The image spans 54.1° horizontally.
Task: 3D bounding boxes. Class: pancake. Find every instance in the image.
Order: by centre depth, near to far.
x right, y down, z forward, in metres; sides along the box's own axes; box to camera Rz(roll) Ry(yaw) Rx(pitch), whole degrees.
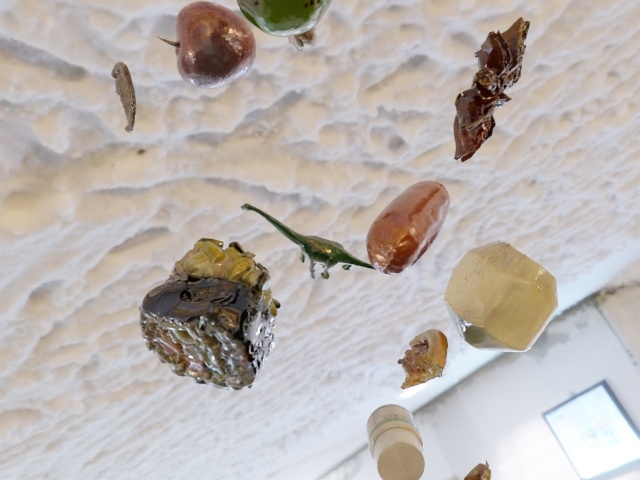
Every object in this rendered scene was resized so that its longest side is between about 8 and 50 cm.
[{"bbox_3d":[-0.552,-0.408,1.758,0.020,0.190,0.184,-12,140,-30],"label":"pancake"}]

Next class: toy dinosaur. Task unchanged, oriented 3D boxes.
[{"bbox_3d":[0.000,0.000,1.849,0.447,0.087,0.301,5,142,6],"label":"toy dinosaur"}]

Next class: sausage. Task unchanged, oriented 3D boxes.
[{"bbox_3d":[0.156,-0.025,1.112,0.113,0.113,0.259,-44,179,33],"label":"sausage"}]

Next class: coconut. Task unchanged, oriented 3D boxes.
[{"bbox_3d":[0.405,0.140,1.460,0.247,0.245,0.245,-55,153,4],"label":"coconut"}]

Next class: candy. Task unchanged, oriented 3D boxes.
[{"bbox_3d":[0.332,0.512,1.321,0.046,0.053,0.182,-11,-177,34],"label":"candy"}]

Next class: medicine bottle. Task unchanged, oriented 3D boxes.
[{"bbox_3d":[0.187,0.510,1.572,0.139,0.139,0.237,-30,-177,4],"label":"medicine bottle"}]

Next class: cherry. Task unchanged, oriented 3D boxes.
[{"bbox_3d":[-0.318,-0.551,1.780,0.285,0.213,0.236,3,118,-24],"label":"cherry"}]

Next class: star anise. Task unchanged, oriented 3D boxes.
[{"bbox_3d":[0.316,-0.281,1.173,0.288,0.088,0.288,-46,151,-35],"label":"star anise"}]

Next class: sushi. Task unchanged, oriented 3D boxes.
[{"bbox_3d":[-0.244,0.180,1.553,0.328,0.285,0.329,0,131,28],"label":"sushi"}]

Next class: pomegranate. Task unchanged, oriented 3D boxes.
[{"bbox_3d":[-0.076,-0.567,1.495,0.236,0.236,0.302,-26,151,-5],"label":"pomegranate"}]

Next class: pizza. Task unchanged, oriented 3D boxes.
[{"bbox_3d":[0.214,0.242,1.310,0.134,0.056,0.271,-47,179,11],"label":"pizza"}]
